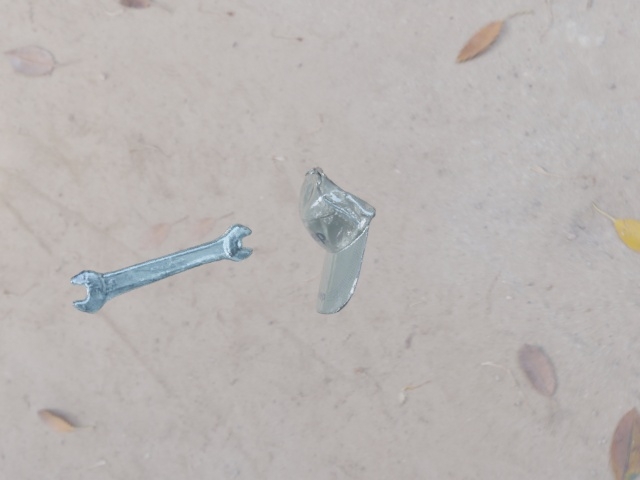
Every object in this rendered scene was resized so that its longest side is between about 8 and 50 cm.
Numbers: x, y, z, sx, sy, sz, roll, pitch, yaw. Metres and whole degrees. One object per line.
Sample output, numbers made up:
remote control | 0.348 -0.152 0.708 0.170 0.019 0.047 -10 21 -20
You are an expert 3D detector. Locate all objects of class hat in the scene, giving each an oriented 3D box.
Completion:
hat | 0.000 0.000 1.494 0.149 0.214 0.245 26 83 -15

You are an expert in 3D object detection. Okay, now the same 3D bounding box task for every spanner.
spanner | -0.247 0.043 1.285 0.301 0.017 0.071 -18 93 -15
